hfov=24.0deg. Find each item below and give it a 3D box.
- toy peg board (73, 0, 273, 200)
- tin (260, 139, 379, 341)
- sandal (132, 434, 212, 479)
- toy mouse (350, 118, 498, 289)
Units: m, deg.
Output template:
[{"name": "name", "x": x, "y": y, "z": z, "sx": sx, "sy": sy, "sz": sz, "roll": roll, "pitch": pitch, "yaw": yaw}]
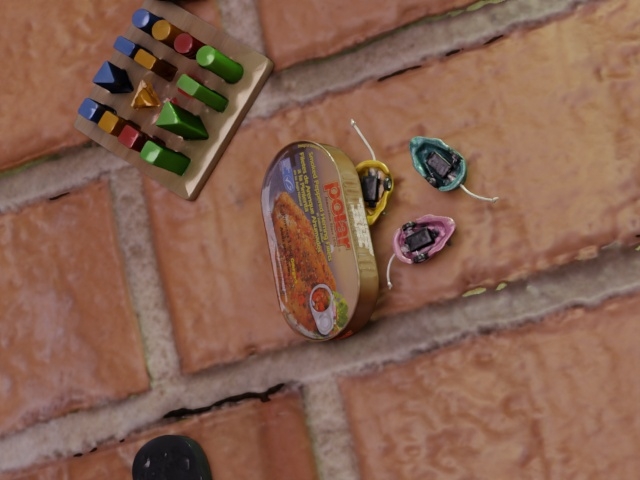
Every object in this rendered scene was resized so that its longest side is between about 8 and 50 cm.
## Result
[{"name": "toy peg board", "x": -0.160, "y": -0.150, "z": 1.481, "sx": 0.161, "sy": 0.079, "sz": 0.161, "roll": 33, "pitch": 94, "yaw": 23}, {"name": "tin", "x": 0.000, "y": 0.000, "z": 1.397, "sx": 0.106, "sy": 0.040, "sz": 0.189, "roll": -23, "pitch": 72, "yaw": 45}, {"name": "sandal", "x": -0.116, "y": 0.303, "z": 1.401, "sx": 0.097, "sy": 0.054, "sz": 0.254, "roll": -34, "pitch": 71, "yaw": 14}, {"name": "toy mouse", "x": 0.098, "y": -0.035, "z": 1.384, "sx": 0.143, "sy": 0.031, "sz": 0.161, "roll": -3, "pitch": 81, "yaw": 22}]
